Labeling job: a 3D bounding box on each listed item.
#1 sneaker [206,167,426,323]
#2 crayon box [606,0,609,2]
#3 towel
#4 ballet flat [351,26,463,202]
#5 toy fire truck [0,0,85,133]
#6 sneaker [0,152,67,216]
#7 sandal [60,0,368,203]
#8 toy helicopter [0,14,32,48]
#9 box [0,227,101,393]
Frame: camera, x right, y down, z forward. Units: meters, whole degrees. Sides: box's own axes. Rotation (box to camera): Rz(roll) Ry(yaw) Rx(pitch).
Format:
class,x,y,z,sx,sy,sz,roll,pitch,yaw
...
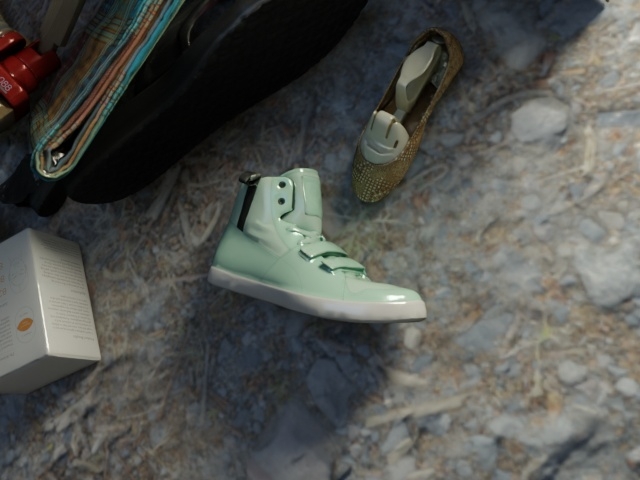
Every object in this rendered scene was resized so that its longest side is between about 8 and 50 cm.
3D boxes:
class,x,y,z,sx,sy,sz,roll,pitch,yaw
sneaker,-0.001,0.000,0.669,0.256,0.094,0.151,13,88,28
crayon box,0.228,-0.420,0.621,0.083,0.203,0.323,-31,68,13
towel,-0.277,-0.221,0.775,0.271,0.040,0.370,-56,32,1
ballet flat,0.084,-0.141,0.686,0.073,0.067,0.206,26,88,25
toy fire truck,-0.456,-0.300,0.888,0.217,0.158,0.246,47,66,-8
sneaker,-0.378,-0.101,0.882,0.089,0.051,0.170,44,99,21
sandal,-0.143,-0.202,0.738,0.446,0.167,0.107,-33,78,13
toy helicopter,-0.548,-0.397,1.009,0.235,0.140,0.355,-38,76,0
box,-0.373,0.093,0.809,0.130,0.091,0.170,-25,68,15
